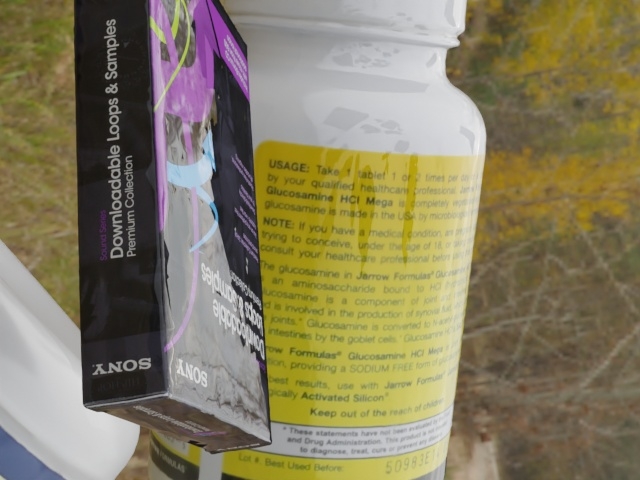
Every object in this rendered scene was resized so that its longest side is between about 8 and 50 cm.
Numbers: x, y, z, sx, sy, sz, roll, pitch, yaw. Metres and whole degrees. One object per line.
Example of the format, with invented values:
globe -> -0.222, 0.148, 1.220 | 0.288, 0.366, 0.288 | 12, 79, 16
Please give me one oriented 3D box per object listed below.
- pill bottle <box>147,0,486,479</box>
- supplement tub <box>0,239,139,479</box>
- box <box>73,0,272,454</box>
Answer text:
pill bottle -> 0.000, 0.000, 0.682 | 0.188, 0.188, 0.334 | -50, 147, -78
supplement tub -> -0.269, 0.109, 0.490 | 0.235, 0.325, 0.235 | 46, -10, 10
box -> -0.046, -0.016, 0.373 | 0.116, 0.029, 0.162 | 53, 32, -70
